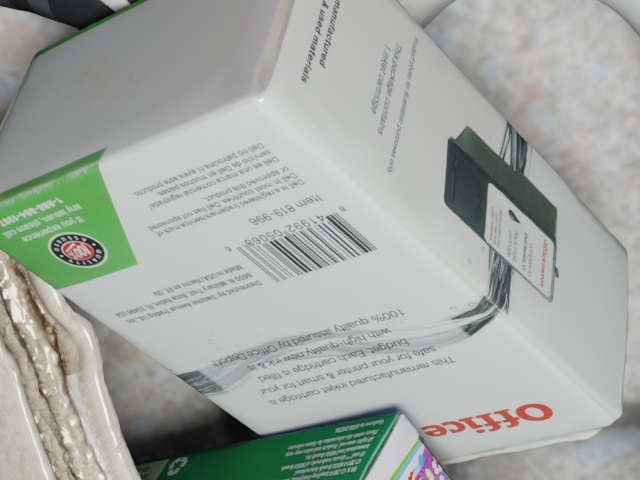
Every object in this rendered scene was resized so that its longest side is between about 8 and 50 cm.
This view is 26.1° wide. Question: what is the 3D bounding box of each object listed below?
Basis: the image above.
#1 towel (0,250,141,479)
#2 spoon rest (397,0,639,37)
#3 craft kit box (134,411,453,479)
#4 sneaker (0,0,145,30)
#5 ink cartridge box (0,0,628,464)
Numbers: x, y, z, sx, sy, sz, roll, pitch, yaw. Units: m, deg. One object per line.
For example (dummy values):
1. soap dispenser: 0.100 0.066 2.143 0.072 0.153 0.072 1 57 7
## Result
1. towel: -0.154 0.094 0.582 0.187 0.049 0.282 -8 104 42
2. spoon rest: 0.153 -0.034 0.545 0.276 0.137 0.084 35 94 1
3. craft kit box: 0.001 0.198 0.620 0.250 0.061 0.247 -18 119 42
4. sneaker: -0.120 -0.129 0.546 0.234 0.084 0.097 35 140 -14
5. ink cartridge box: 0.000 0.000 0.520 0.153 0.087 0.208 -17 135 37
